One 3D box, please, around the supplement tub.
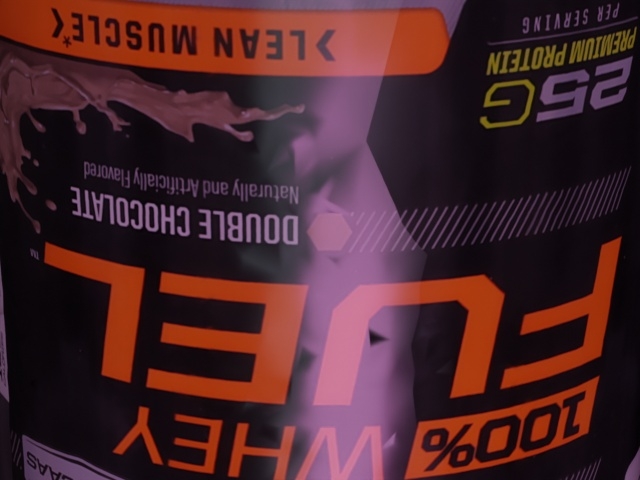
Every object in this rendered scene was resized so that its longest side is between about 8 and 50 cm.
[{"bbox_3d":[0.000,0.000,0.492,0.207,0.207,0.338,0,111,-1],"label":"supplement tub"}]
